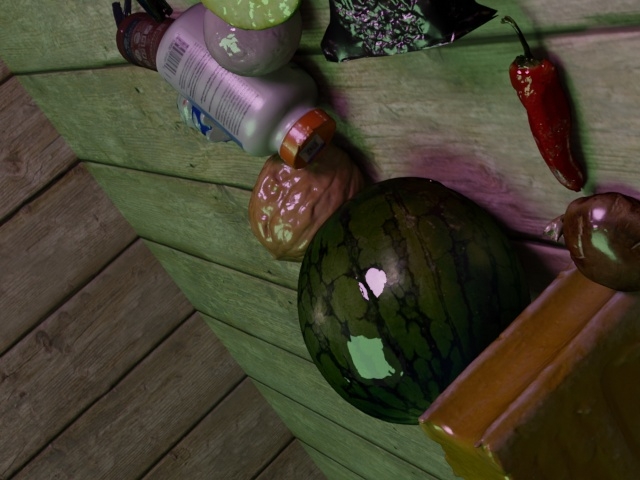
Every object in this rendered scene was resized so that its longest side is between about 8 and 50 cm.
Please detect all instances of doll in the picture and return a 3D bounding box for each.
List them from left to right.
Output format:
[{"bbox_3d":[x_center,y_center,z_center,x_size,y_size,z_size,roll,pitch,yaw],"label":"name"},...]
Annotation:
[{"bbox_3d":[-0.094,-0.350,1.364,0.151,0.151,0.287,40,154,21],"label":"doll"}]

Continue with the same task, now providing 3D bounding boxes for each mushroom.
[{"bbox_3d":[0.338,0.001,1.204,0.170,0.080,0.135,15,134,53],"label":"mushroom"}]

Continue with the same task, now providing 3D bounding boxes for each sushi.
[{"bbox_3d":[0.079,-0.289,1.079,0.172,0.153,0.150,26,144,60],"label":"sushi"}]

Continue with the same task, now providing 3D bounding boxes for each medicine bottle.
[{"bbox_3d":[-0.111,-0.236,1.580,0.288,0.157,0.157,42,161,16],"label":"medicine bottle"}]

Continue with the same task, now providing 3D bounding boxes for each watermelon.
[{"bbox_3d":[0.131,0.092,1.437,0.363,0.363,0.363,41,161,18],"label":"watermelon"}]

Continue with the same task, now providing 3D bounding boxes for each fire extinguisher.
[{"bbox_3d":[-0.296,-0.376,1.823,0.344,0.102,0.138,26,120,49],"label":"fire extinguisher"}]

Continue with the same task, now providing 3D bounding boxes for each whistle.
[{"bbox_3d":[-0.199,-0.236,1.877,0.244,0.092,0.110,31,145,43],"label":"whistle"}]

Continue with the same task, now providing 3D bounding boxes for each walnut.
[{"bbox_3d":[-0.025,-0.061,1.671,0.213,0.213,0.213,41,161,18],"label":"walnut"}]

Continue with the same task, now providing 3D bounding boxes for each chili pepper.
[{"bbox_3d":[0.255,-0.141,1.144,0.059,0.050,0.268,8,141,38],"label":"chili pepper"}]

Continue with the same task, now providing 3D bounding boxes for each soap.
[{"bbox_3d":[0.327,0.229,1.298,0.156,0.335,0.293,14,141,58],"label":"soap"}]

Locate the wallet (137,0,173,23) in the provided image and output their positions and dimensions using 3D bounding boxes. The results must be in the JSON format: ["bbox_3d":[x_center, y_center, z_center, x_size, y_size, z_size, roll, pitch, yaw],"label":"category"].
[{"bbox_3d":[-0.343,-0.482,1.535,0.317,0.044,0.169,53,178,9],"label":"wallet"}]

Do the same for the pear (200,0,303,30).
[{"bbox_3d":[-0.060,-0.366,1.145,0.288,0.139,0.239,-14,96,51],"label":"pear"}]
